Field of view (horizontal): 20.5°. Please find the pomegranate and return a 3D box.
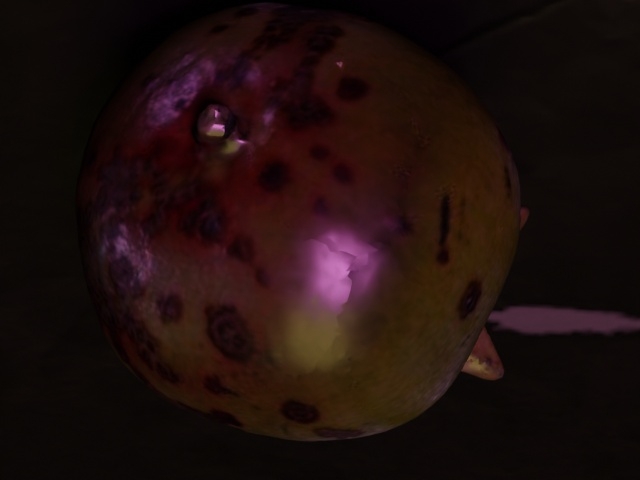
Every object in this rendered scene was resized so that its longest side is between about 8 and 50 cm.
[{"bbox_3d":[-0.001,-0.007,0.575,0.148,0.148,0.169,-12,179,14],"label":"pomegranate"}]
